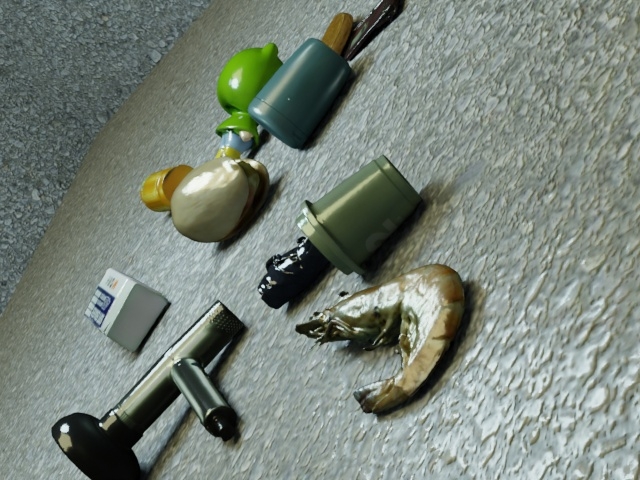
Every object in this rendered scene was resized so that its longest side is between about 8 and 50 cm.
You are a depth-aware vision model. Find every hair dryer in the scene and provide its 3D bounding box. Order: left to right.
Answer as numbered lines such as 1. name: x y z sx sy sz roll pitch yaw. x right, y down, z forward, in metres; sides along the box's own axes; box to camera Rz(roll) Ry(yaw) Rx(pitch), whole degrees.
1. hair dryer: -0.238 0.240 1.497 0.320 0.156 0.284 -45 10 5

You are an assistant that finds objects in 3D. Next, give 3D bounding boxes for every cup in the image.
1. cup: 0.052 -0.035 1.324 0.141 0.120 0.120 -42 21 4

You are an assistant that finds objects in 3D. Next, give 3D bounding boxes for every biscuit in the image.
1. biscuit: 0.018 -0.368 2.033 0.142 0.029 0.220 -47 19 44

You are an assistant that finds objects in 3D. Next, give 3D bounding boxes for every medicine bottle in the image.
1. medicine bottle: -0.340 -0.116 2.373 0.096 0.096 0.192 -61 20 -15

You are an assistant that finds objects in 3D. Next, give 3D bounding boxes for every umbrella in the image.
1. umbrella: -0.001 0.004 1.437 0.248 0.071 0.071 -44 22 32

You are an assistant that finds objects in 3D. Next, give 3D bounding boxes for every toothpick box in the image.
1. toothpick box: -0.032 -0.266 1.866 0.184 0.120 0.120 -52 20 0

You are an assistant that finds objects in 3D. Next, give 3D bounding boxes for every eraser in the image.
1. eraser: -0.398 0.136 2.118 0.130 0.086 0.287 -59 20 -6

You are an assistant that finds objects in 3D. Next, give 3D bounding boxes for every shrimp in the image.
1. shrimp: 0.051 0.118 1.160 0.296 0.058 0.169 -23 40 51

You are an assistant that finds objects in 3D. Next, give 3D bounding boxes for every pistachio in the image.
1. pistachio: -0.185 -0.073 1.902 0.215 0.144 0.144 -30 31 39

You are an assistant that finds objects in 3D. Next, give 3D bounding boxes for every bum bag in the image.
1. bum bag: 0.099 -0.404 1.929 0.159 0.026 0.109 -45 21 42

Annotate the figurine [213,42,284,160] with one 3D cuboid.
1. figurine: -0.150 -0.277 2.148 0.162 0.143 0.263 -14 55 70
